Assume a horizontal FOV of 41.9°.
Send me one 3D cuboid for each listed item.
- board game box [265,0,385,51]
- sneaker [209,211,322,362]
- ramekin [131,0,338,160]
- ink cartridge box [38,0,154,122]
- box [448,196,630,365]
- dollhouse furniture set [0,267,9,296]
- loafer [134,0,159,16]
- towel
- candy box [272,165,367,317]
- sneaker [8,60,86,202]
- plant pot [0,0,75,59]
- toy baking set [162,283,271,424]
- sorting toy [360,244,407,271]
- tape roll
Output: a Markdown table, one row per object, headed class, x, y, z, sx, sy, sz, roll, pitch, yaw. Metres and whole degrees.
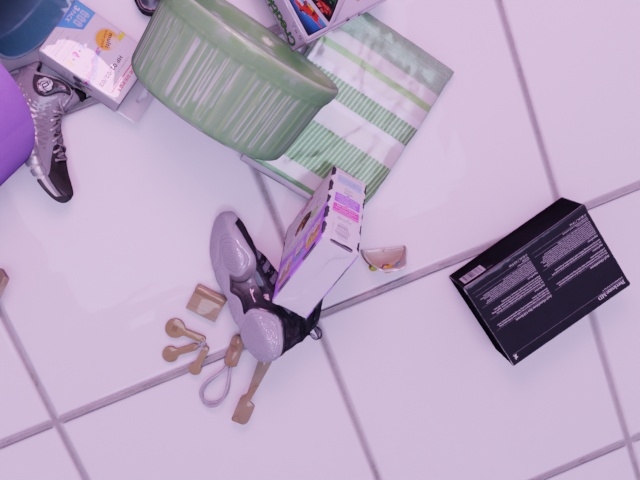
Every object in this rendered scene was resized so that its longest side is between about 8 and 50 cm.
| class | x | y | z | sx | sy | sz | roll | pitch | yaw |
| --- | --- | --- | --- | --- | --- | --- | --- | --- | --- |
| board game box | -0.038 | -0.473 | 1.297 | 0.193 | 0.053 | 0.305 | -35 | 103 | -31 |
| sneaker | -0.088 | 0.069 | 1.451 | 0.153 | 0.101 | 0.269 | -14 | 78 | -37 |
| ramekin | -0.136 | -0.254 | 1.268 | 0.303 | 0.303 | 0.148 | 32 | 106 | -14 |
| ink cartridge box | -0.341 | -0.281 | 1.330 | 0.181 | 0.061 | 0.104 | 34 | 75 | -15 |
| box | 0.398 | 0.073 | 1.524 | 0.261 | 0.103 | 0.184 | -34 | 103 | 0 |
| dollhouse furniture set | -0.640 | 0.068 | 1.368 | 0.183 | 0.129 | 0.129 | 21 | 101 | -43 |
| loafer | -0.262 | -0.466 | 1.306 | 0.076 | 0.078 | 0.223 | 4 | 102 | -10 |
| towel | 0.042 | -0.218 | 1.436 | 0.248 | 0.038 | 0.325 | 31 | 95 | -15 |
| candy box | 0.000 | 0.000 | 1.369 | 0.070 | 0.196 | 0.165 | 28 | 127 | -14 |
| sneaker | -0.425 | -0.182 | 1.345 | 0.132 | 0.086 | 0.229 | -27 | 105 | -4 |
| plant pot | -0.496 | -0.443 | 1.192 | 0.255 | 0.271 | 0.272 | 31 | 97 | -1 |
| toy baking set | -0.168 | 0.197 | 1.503 | 0.196 | 0.030 | 0.256 | -37 | 100 | 7 |
| sorting toy | 0.119 | 0.040 | 1.486 | 0.083 | 0.075 | 0.045 | -6 | 104 | -7 |
| tape roll | -0.566 | -0.190 | 1.234 | 0.274 | 0.090 | 0.275 | 15 | 136 | 15 |
